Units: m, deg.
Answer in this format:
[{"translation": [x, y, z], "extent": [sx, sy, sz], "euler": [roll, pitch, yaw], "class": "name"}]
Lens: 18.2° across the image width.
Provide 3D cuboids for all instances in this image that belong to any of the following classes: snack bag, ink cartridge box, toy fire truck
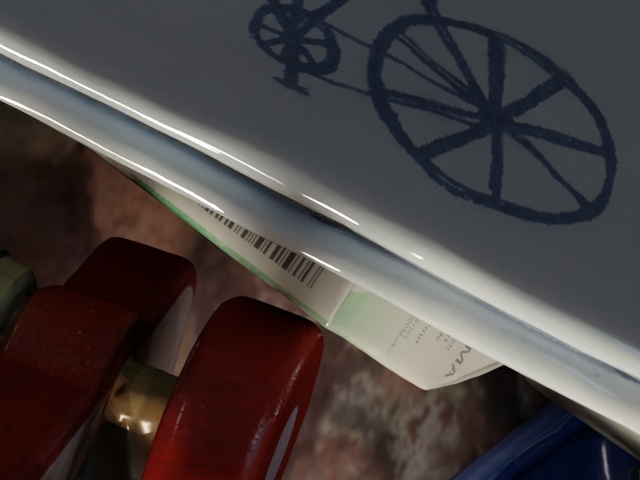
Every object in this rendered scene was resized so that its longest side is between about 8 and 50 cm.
[{"translation": [0.019, -0.120, 0.704], "extent": [0.323, 0.037, 0.343], "euler": [26, 44, -8], "class": "snack bag"}, {"translation": [0.000, 0.000, 0.775], "extent": [0.056, 0.181, 0.224], "euler": [-53, 148, -3], "class": "ink cartridge box"}, {"translation": [-0.126, 0.134, 0.678], "extent": [0.302, 0.169, 0.254], "euler": [-59, 169, -62], "class": "toy fire truck"}]

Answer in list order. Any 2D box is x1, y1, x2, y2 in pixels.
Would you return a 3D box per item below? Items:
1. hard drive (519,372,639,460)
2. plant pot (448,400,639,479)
[{"translation": [0.090, 0.009, 0.871], "extent": [0.040, 0.203, 0.307], "euler": [-48, 131, -6], "class": "hard drive"}, {"translation": [0.167, 0.231, 0.976], "extent": [0.236, 0.236, 0.212], "euler": [-32, 125, -40], "class": "plant pot"}]
